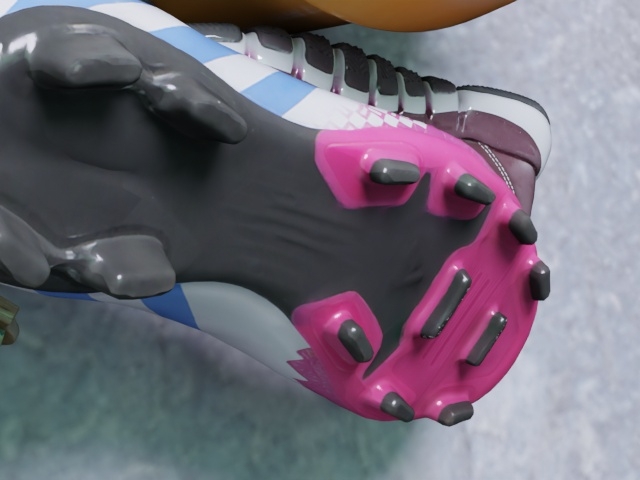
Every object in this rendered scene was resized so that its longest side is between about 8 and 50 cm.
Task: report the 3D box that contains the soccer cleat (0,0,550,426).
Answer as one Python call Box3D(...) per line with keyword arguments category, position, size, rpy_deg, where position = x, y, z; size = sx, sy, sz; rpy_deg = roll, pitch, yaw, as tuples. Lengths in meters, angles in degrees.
Box3D(category="soccer cleat", position=(-0.035, -0.021, 0.483), size=(0.331, 0.143, 0.116), rpy_deg=(25, 96, -50))

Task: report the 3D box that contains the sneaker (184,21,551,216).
Box3D(category="sneaker", position=(0.000, 0.000, 0.595), size=(0.281, 0.106, 0.162), rpy_deg=(6, 80, -32))

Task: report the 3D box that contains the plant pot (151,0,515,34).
Box3D(category="plant pot", position=(-0.003, -0.177, 0.577), size=(0.205, 0.188, 0.205), rpy_deg=(7, 76, -32))

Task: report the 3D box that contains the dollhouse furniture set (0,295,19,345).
Box3D(category="dollhouse furniture set", position=(-0.142, 0.018, 0.463), size=(0.101, 0.161, 0.181), rpy_deg=(34, 65, -23))
